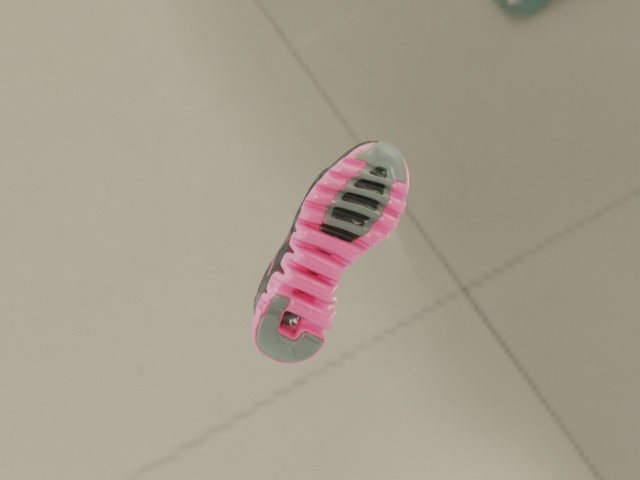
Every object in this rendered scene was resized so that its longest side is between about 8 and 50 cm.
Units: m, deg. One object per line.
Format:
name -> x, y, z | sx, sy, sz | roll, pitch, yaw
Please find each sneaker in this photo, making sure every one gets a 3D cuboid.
sneaker -> 0.000, 0.000, 0.972 | 0.047, 0.057, 0.119 | 30, 100, -15
